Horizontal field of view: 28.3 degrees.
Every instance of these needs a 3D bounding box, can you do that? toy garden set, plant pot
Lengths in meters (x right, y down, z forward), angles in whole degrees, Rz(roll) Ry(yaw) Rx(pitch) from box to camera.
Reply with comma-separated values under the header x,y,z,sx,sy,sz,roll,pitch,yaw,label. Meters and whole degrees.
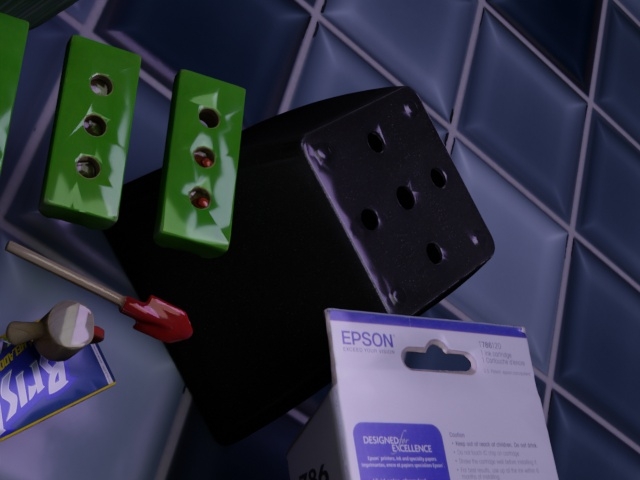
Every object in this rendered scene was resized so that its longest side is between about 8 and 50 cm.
x,y,z,sx,sy,sz,roll,pitch,yaw,label
-0.171,-0.021,0.702,0.244,0.049,0.204,15,65,-23,toy garden set
0.000,0.000,0.846,0.187,0.167,0.188,-30,95,-46,plant pot

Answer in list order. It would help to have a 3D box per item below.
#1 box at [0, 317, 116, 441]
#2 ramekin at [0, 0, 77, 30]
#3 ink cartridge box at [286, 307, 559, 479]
x,y,z,sx,sy,sz,roll,pitch,yaw,label
-0.198,0.091,0.693,0.169,0.059,0.054,-26,90,-46,box
-0.223,-0.266,0.766,0.303,0.148,0.304,19,59,-36,ramekin
0.075,0.207,0.720,0.165,0.065,0.333,8,63,-34,ink cartridge box
